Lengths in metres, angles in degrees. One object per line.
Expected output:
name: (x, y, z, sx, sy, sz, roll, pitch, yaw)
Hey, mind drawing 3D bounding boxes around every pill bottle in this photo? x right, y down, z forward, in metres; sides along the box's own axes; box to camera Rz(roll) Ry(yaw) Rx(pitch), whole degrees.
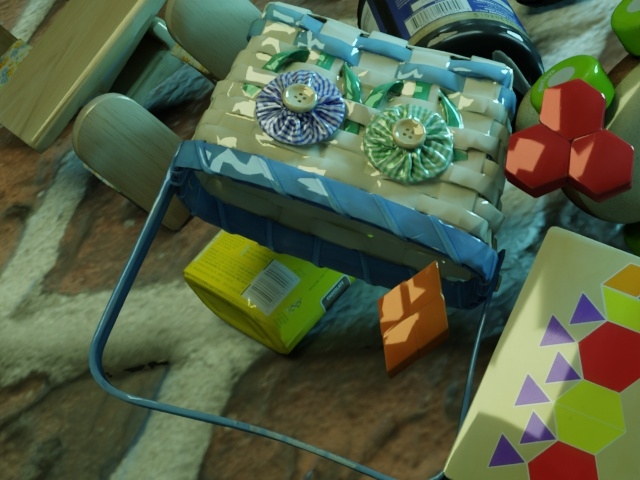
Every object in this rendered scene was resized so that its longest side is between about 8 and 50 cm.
pill bottle: (0.097, -0.167, 1.307, 0.122, 0.123, 0.219, -28, 35, 9)

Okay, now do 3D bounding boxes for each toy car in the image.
toy car: (0.197, -0.088, 1.137, 0.149, 0.155, 0.188, -43, 25, -11)

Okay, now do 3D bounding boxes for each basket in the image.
basket: (0.000, 0.000, 1.090, 0.254, 0.201, 0.289, 16, 83, 5)

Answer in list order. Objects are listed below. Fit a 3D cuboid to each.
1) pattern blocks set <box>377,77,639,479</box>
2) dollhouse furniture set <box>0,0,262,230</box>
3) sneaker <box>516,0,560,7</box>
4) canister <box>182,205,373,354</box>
pattern blocks set: (0.170, 0.085, 0.938, 0.285, 0.026, 0.325, 30, 74, 16)
dollhouse furniture set: (-0.188, -0.275, 1.476, 0.394, 0.256, 0.362, -53, 38, -3)
sneaker: (0.161, -0.260, 1.400, 0.216, 0.079, 0.121, 6, 51, 40)
canister: (-0.013, -0.004, 1.254, 0.170, 0.073, 0.126, -47, 40, -14)
